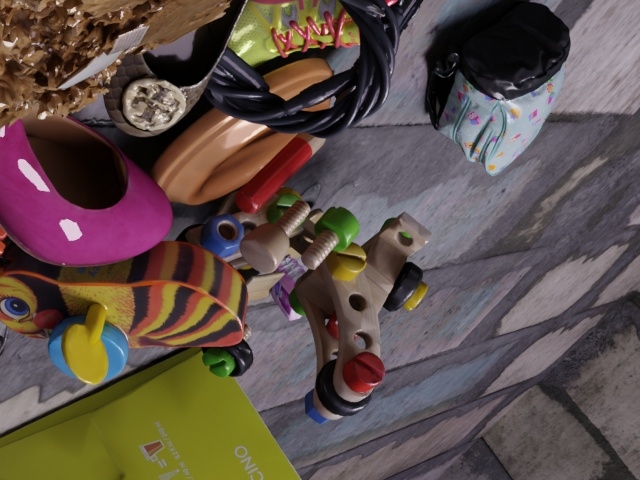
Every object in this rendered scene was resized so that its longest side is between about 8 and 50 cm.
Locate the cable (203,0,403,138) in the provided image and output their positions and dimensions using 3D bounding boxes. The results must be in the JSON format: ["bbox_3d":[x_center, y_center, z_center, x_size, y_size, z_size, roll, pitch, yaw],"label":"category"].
[{"bbox_3d":[-0.031,-0.159,0.828,0.184,0.047,0.150,12,117,-9],"label":"cable"}]

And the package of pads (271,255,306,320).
[{"bbox_3d":[-0.037,0.061,1.352,0.032,0.050,0.083,-27,155,-23],"label":"package of pads"}]

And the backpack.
[{"bbox_3d":[0.196,-0.160,1.180,0.152,0.115,0.182,-30,159,-23],"label":"backpack"}]

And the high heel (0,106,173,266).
[{"bbox_3d":[-0.185,-0.086,0.752,0.181,0.127,0.377,-36,156,19],"label":"high heel"}]

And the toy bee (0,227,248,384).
[{"bbox_3d":[-0.223,0.050,0.931,0.298,0.195,0.162,-23,131,-4],"label":"toy bee"}]

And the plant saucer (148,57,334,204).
[{"bbox_3d":[-0.066,-0.091,0.968,0.200,0.037,0.200,-35,174,-4],"label":"plant saucer"}]

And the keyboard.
[{"bbox_3d":[0.069,-0.204,0.983,0.180,0.023,0.108,-54,179,15],"label":"keyboard"}]

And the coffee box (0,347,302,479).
[{"bbox_3d":[-0.216,0.396,1.367,0.338,0.338,0.334,-24,154,-27],"label":"coffee box"}]

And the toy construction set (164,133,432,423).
[{"bbox_3d":[0.000,0.000,1.071,0.237,0.257,0.309,-49,159,-36],"label":"toy construction set"}]

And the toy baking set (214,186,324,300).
[{"bbox_3d":[-0.095,0.011,1.209,0.197,0.030,0.256,-43,157,7],"label":"toy baking set"}]

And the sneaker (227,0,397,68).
[{"bbox_3d":[0.000,-0.189,0.869,0.208,0.094,0.081,-35,159,0],"label":"sneaker"}]

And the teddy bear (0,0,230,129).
[{"bbox_3d":[-0.094,-0.152,0.502,0.338,0.113,0.245,-27,-174,44],"label":"teddy bear"}]

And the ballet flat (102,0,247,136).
[{"bbox_3d":[-0.081,-0.178,0.750,0.084,0.058,0.250,20,111,-36],"label":"ballet flat"}]
